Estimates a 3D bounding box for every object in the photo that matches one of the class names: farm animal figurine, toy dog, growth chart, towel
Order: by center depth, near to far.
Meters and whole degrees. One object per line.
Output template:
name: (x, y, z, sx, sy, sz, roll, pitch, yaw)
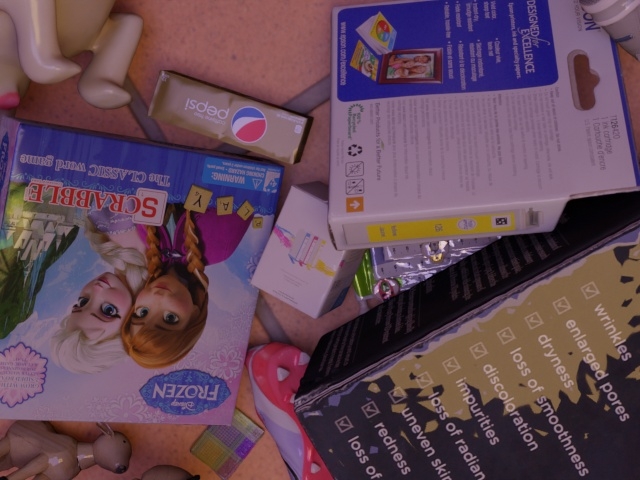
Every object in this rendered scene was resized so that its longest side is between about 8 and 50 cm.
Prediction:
toy dog: (-0.353, -0.296, 1.284, 0.395, 0.284, 0.408, 38, 100, 4)
farm animal figurine: (-0.229, 0.329, 1.383, 0.327, 0.172, 0.330, -30, 92, 50)
growth chart: (0.131, -0.024, 1.385, 0.237, 0.021, 0.172, -19, 93, 8)
towel: (-0.114, 0.245, 1.447, 0.060, 0.009, 0.083, 39, 98, 2)

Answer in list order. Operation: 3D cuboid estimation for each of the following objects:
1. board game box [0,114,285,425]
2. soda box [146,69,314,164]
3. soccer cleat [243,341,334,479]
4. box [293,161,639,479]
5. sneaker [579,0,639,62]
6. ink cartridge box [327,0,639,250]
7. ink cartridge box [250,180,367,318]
board game box: (-0.218, 0.044, 1.321, 0.319, 0.066, 0.318, 7, 99, -32)
soda box: (-0.104, -0.143, 1.377, 0.181, 0.061, 0.058, 18, 99, 4)
soccer cleat: (-0.024, 0.233, 1.410, 0.083, 0.095, 0.248, -28, 108, -31)
box: (0.300, 0.223, 1.245, 0.472, 0.297, 0.480, -29, 95, 10)
sneaker: (0.392, -0.295, 1.265, 0.281, 0.105, 0.115, -43, 109, -15)
ink cartridge box: (0.162, -0.139, 1.260, 0.307, 0.072, 0.303, -3, 54, 7)
ink cartridge box: (0.000, 0.000, 1.348, 0.090, 0.092, 0.143, 27, 104, 15)
